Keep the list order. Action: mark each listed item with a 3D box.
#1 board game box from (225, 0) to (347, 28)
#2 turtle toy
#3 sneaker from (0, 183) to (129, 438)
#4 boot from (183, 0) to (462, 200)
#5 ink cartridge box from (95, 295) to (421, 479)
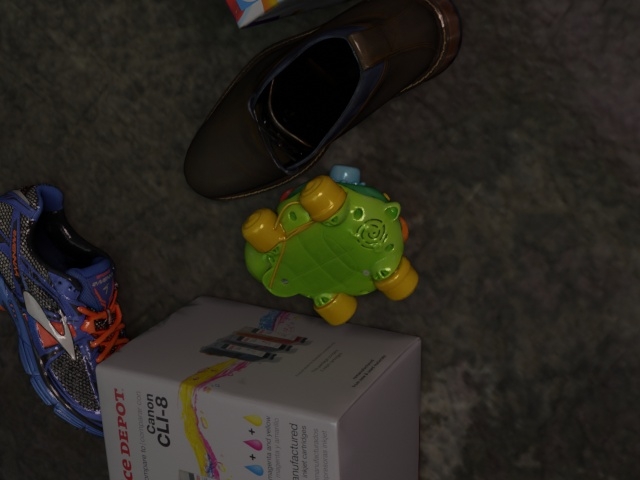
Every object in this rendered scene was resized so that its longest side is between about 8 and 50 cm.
[{"bbox_3d":[-0.020,-0.268,0.501,0.142,0.144,0.275,-25,95,34],"label":"board game box"},{"bbox_3d":[0.000,0.000,0.635,0.130,0.066,0.095,-26,118,36],"label":"turtle toy"},{"bbox_3d":[-0.183,0.054,0.752,0.087,0.083,0.221,-34,94,26],"label":"sneaker"},{"bbox_3d":[-0.027,-0.077,0.598,0.219,0.106,0.082,-32,91,33],"label":"boot"},{"bbox_3d":[-0.037,0.127,0.668,0.176,0.127,0.128,8,112,27],"label":"ink cartridge box"}]
